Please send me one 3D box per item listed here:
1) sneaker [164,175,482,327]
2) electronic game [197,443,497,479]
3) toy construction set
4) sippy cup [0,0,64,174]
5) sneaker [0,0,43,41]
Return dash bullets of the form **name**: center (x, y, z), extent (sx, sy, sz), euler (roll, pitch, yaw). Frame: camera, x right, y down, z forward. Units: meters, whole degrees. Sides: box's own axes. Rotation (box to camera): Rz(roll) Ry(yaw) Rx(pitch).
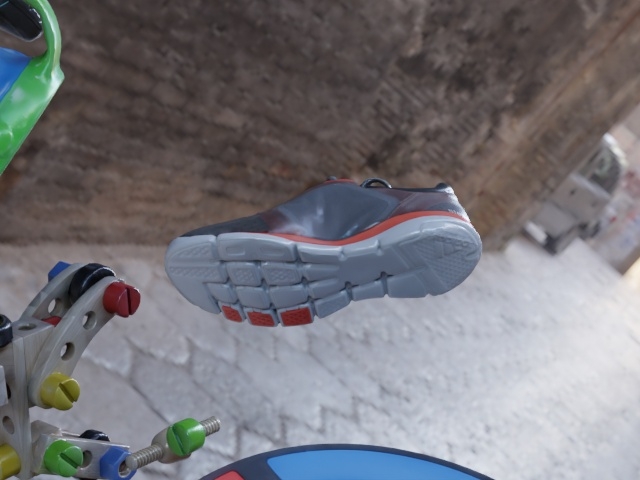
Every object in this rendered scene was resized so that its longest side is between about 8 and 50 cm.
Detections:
- **sneaker**: center (0.000, 0.000, 0.647), extent (0.065, 0.158, 0.061), euler (-96, -177, -48)
- **electronic game**: center (0.029, 0.162, 0.545), extent (0.229, 0.048, 0.229), euler (8, 27, -4)
- **toy construction set**: center (-0.279, 0.185, 1.305), extent (0.309, 0.257, 0.237), euler (39, 29, 23)
- **sippy cup**: center (-0.390, -0.118, 1.157), extent (0.224, 0.305, 0.240), euler (33, -23, -14)
- **sneaker**: center (-0.478, -0.323, 1.638), extent (0.267, 0.106, 0.101), euler (34, 2, -42)
